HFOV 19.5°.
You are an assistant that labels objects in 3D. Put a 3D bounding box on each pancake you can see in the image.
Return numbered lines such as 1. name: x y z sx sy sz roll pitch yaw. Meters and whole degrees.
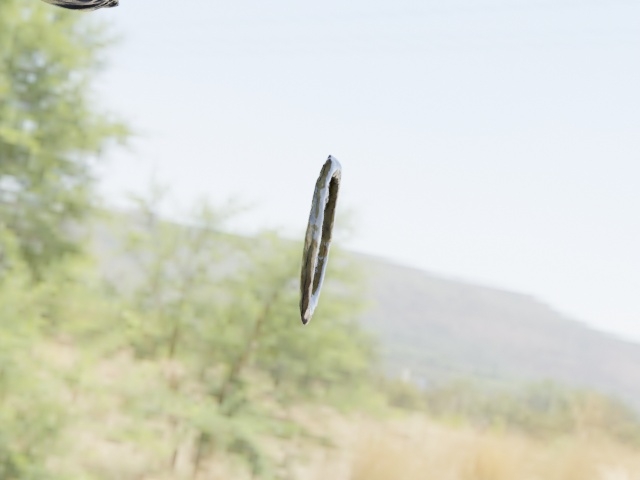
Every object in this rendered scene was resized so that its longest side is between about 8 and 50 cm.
1. pancake: -0.001 0.000 1.231 0.011 0.115 0.115 11 -5 6

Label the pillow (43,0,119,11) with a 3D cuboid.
1. pillow: -0.192 -0.205 1.266 0.141 0.055 0.208 29 -7 -4
